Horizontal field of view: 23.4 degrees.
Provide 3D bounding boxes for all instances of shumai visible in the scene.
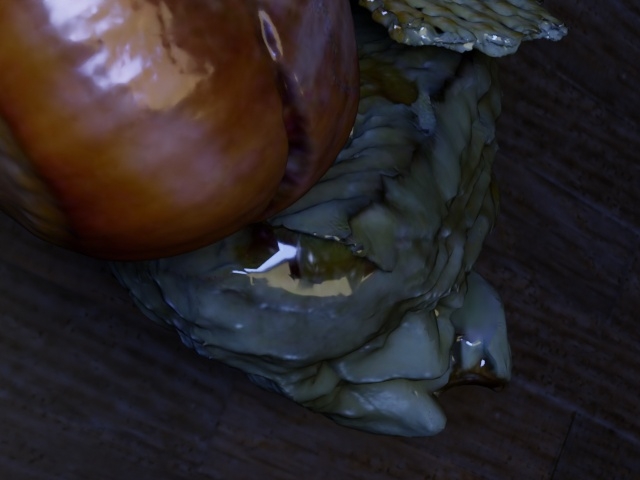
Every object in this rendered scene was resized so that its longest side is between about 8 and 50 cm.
[{"bbox_3d":[0.000,-0.002,0.804,0.256,0.189,0.218,-56,142,-43],"label":"shumai"}]

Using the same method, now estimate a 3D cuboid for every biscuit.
[{"bbox_3d":[0.047,-0.144,0.800,0.144,0.203,0.016,6,121,-35],"label":"biscuit"}]

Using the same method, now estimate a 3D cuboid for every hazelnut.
[{"bbox_3d":[-0.077,-0.080,0.626,0.182,0.182,0.182,-3,96,-33],"label":"hazelnut"}]
